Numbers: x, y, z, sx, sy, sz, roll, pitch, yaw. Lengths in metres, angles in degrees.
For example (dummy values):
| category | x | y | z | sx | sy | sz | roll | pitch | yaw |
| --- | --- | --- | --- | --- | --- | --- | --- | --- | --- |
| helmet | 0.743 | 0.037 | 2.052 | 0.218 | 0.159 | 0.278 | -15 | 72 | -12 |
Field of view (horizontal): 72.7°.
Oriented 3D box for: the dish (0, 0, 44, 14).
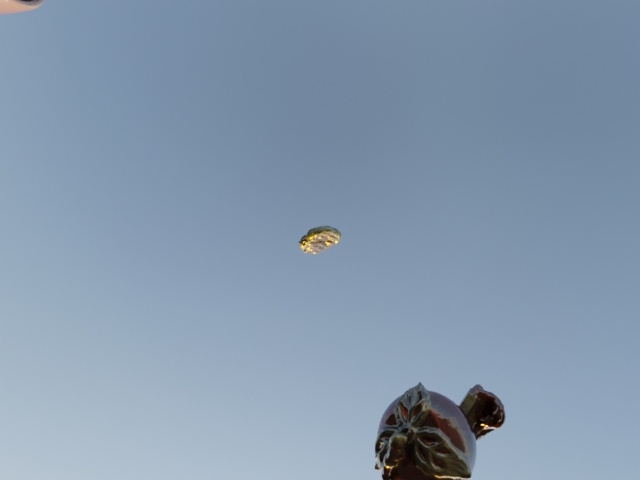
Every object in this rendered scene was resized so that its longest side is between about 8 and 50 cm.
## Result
| category | x | y | z | sx | sy | sz | roll | pitch | yaw |
| --- | --- | --- | --- | --- | --- | --- | --- | --- | --- |
| dish | -0.300 | -0.256 | 0.293 | 0.090 | 0.213 | 0.214 | -19 | -78 | 6 |

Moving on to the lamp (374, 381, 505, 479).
| category | x | y | z | sx | sy | sz | roll | pitch | yaw |
| --- | --- | --- | --- | --- | --- | --- | --- | --- | --- |
| lamp | 0.181 | 0.305 | 0.688 | 0.151 | 0.223 | 0.215 | 39 | -90 | 29 |

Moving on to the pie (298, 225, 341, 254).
| category | x | y | z | sx | sy | sz | roll | pitch | yaw |
| --- | --- | --- | --- | --- | --- | --- | --- | --- | --- |
| pie | 0.000 | 0.000 | 0.823 | 0.084 | 0.084 | 0.020 | -28 | -121 | 20 |
